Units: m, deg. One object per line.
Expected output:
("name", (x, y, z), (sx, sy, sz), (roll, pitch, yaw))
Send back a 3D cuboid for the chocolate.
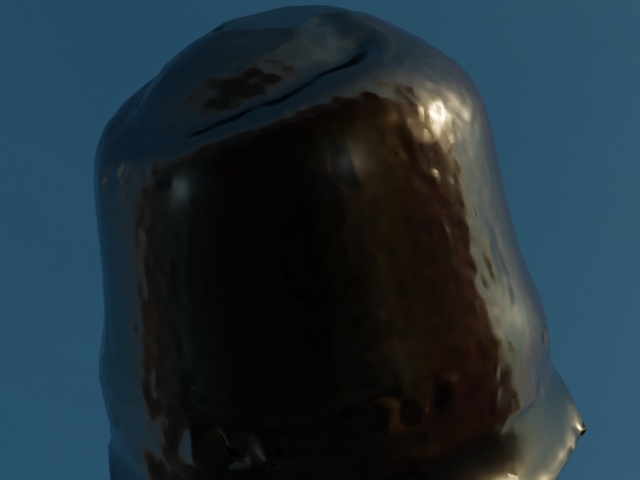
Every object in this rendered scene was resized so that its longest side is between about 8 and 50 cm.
("chocolate", (0.000, 0.000, 0.877), (0.383, 0.384, 0.332), (-6, -67, -5))
